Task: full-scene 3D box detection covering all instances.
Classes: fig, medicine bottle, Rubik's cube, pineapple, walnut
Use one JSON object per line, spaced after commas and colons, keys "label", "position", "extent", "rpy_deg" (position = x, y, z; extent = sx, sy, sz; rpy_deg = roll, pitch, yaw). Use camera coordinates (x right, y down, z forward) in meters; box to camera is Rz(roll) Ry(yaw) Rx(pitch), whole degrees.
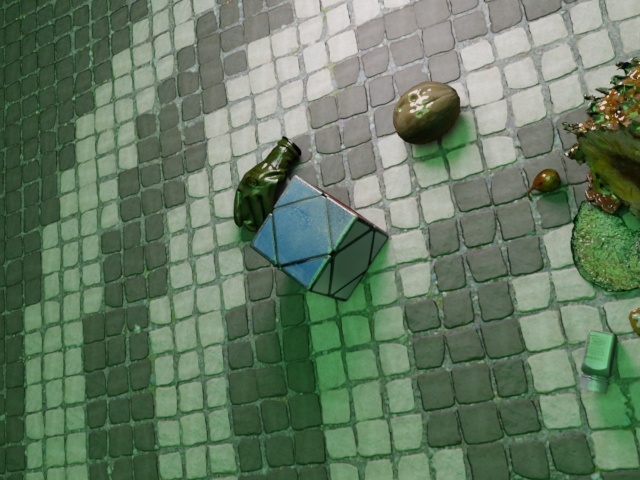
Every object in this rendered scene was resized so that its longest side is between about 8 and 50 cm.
{"label": "fig", "position": [0.480, -0.120, 1.441], "extent": [0.083, 0.050, 0.050], "rpy_deg": [-44, 61, 34]}
{"label": "medicine bottle", "position": [0.545, 0.237, 1.306], "extent": [0.055, 0.074, 0.117], "rpy_deg": [9, 84, 28]}
{"label": "Rubik's cube", "position": [0.000, 0.000, 1.565], "extent": [0.205, 0.207, 0.205], "rpy_deg": [36, 95, 27]}
{"label": "pineapple", "position": [0.648, -0.204, 1.199], "extent": [0.352, 0.352, 0.300], "rpy_deg": [33, 77, 29]}
{"label": "walnut", "position": [0.245, -0.298, 1.549], "extent": [0.162, 0.140, 0.140], "rpy_deg": [-42, 63, 30]}

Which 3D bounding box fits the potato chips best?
{"label": "potato chips", "position": [0.624, 0.002, 1.350], "extent": [0.220, 0.029, 0.201], "rpy_deg": [-12, 74, 27]}

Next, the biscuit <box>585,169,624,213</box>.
{"label": "biscuit", "position": [0.613, -0.108, 1.369], "extent": [0.130, 0.019, 0.119], "rpy_deg": [-17, 55, 12]}

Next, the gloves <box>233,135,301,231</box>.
{"label": "gloves", "position": [-0.149, -0.149, 1.740], "extent": [0.268, 0.107, 0.135], "rpy_deg": [-62, 30, 5]}

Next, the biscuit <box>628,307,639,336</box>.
{"label": "biscuit", "position": [0.718, 0.128, 1.267], "extent": [0.240, 0.035, 0.158], "rpy_deg": [-45, 65, 12]}
